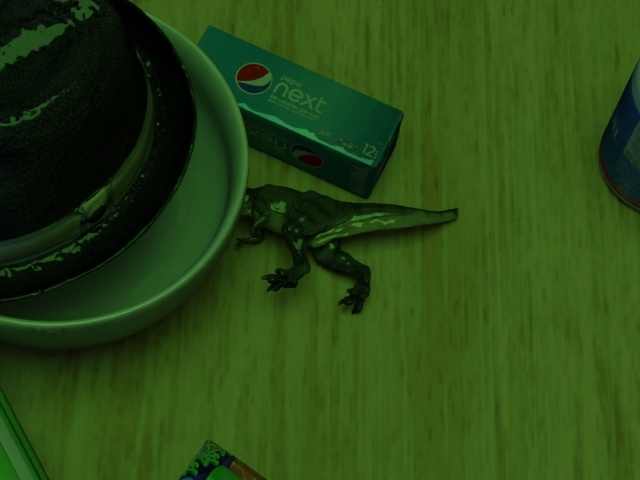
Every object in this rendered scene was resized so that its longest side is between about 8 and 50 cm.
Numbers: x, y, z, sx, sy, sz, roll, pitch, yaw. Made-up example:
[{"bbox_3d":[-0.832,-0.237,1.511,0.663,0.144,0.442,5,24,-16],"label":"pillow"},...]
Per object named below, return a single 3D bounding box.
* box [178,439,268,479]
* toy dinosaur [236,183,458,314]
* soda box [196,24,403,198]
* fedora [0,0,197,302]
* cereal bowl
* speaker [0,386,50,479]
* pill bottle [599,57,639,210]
[{"bbox_3d":[-0.039,0.350,1.197,0.279,0.177,0.290,32,81,17],"label":"box"},{"bbox_3d":[0.000,0.000,1.537,0.268,0.064,0.118,5,58,-6],"label":"toy dinosaur"},{"bbox_3d":[-0.031,-0.123,1.587,0.210,0.067,0.071,25,65,7],"label":"soda box"},{"bbox_3d":[-0.266,-0.115,1.360,0.334,0.152,0.334,2,64,-4],"label":"fedora"},{"bbox_3d":[-0.236,-0.048,1.492,0.339,0.141,0.339,2,64,-4],"label":"cereal bowl"},{"bbox_3d":[-0.277,0.216,1.346,0.131,0.131,0.296,-27,83,-16],"label":"speaker"},{"bbox_3d":[0.341,-0.122,1.534,0.124,0.221,0.124,2,64,-4],"label":"pill bottle"}]
